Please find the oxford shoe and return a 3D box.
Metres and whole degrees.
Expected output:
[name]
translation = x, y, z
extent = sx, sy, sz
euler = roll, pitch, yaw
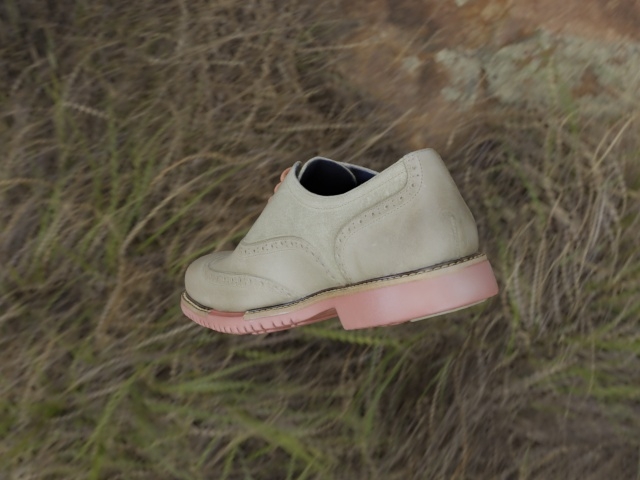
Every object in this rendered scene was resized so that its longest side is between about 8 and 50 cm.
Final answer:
[oxford shoe]
translation = 0.000, 0.000, 1.376
extent = 0.397, 0.140, 0.146
euler = -9, 95, 50
